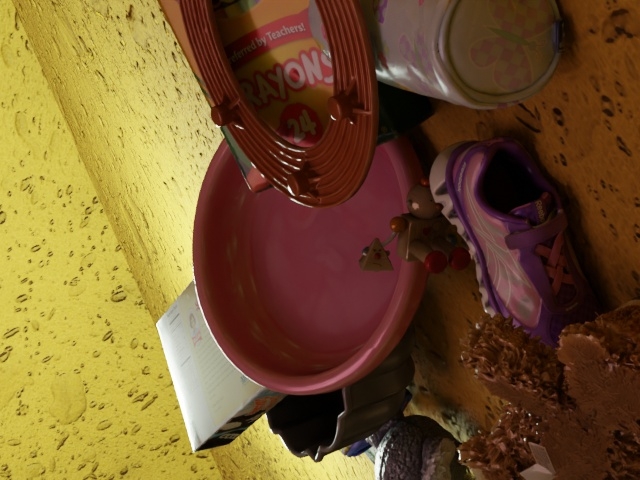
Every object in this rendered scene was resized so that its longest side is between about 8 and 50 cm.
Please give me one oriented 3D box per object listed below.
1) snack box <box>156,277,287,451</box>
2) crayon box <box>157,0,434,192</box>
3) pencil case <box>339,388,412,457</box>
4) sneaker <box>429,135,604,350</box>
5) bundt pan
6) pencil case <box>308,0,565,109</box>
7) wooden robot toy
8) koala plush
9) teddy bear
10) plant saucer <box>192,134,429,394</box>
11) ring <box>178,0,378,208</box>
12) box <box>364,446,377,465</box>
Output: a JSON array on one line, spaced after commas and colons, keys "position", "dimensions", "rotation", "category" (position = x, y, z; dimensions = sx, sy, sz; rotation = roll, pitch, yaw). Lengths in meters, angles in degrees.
[{"position": [-0.116, 0.134, 1.926], "dimensions": [0.322, 0.060, 0.187], "rotation": [-46, 58, 60], "category": "snack box"}, {"position": [-0.047, -0.225, 1.516], "dimensions": [0.202, 0.081, 0.318], "rotation": [-20, 100, 40], "category": "crayon box"}, {"position": [-0.025, 0.162, 2.064], "dimensions": [0.306, 0.119, 0.133], "rotation": [40, 119, 17], "category": "pencil case"}, {"position": [0.184, 0.007, 1.342], "dimensions": [0.236, 0.095, 0.104], "rotation": [61, 157, 6], "category": "sneaker"}, {"position": [0.010, 0.094, 1.862], "dimensions": [0.331, 0.124, 0.331], "rotation": [36, 132, 55], "category": "bundt pan"}, {"position": [0.088, -0.183, 1.272], "dimensions": [0.273, 0.113, 0.124], "rotation": [-154, 57, -64], "category": "pencil case"}, {"position": [0.109, -0.019, 1.406], "dimensions": [0.076, 0.173, 0.079], "rotation": [28, 122, 56], "category": "wooden robot toy"}, {"position": [0.123, 0.315, 1.915], "dimensions": [0.196, 0.203, 0.221], "rotation": [39, 141, 54], "category": "koala plush"}, {"position": [0.234, 0.149, 1.296], "dimensions": [0.245, 0.113, 0.338], "rotation": [25, 143, 23], "category": "teddy bear"}, {"position": [0.000, 0.000, 1.654], "dimensions": [0.332, 0.084, 0.332], "rotation": [-5, 83, 43], "category": "plant saucer"}, {"position": [-0.055, -0.183, 1.377], "dimensions": [0.336, 0.032, 0.336], "rotation": [42, 145, 41], "category": "ring"}, {"position": [0.051, 0.247, 2.191], "dimensions": [0.207, 0.036, 0.114], "rotation": [51, 165, -3], "category": "box"}]
